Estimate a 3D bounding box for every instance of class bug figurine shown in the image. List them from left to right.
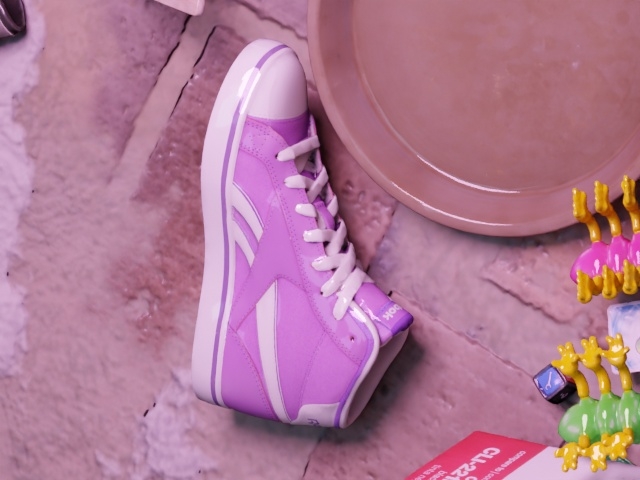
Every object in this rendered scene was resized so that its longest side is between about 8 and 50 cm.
[{"bbox_3d":[0.254,0.053,1.276,0.216,0.072,0.279,-8,59,25],"label":"bug figurine"}]

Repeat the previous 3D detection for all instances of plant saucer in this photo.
[{"bbox_3d":[0.121,-0.140,1.373,0.278,0.041,0.278,8,109,25],"label":"plant saucer"}]

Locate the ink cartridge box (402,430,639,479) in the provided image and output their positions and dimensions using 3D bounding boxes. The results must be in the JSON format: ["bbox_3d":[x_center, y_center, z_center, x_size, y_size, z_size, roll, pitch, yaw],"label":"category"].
[{"bbox_3d":[0.189,0.253,1.275,0.273,0.114,0.197,9,113,37],"label":"ink cartridge box"}]

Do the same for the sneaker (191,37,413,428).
[{"bbox_3d":[0.000,0.000,1.440,0.161,0.102,0.282,13,112,26],"label":"sneaker"}]

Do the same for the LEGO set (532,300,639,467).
[{"bbox_3d":[0.264,0.124,1.337,0.244,0.060,0.182,-11,72,28],"label":"LEGO set"}]

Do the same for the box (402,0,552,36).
[{"bbox_3d":[0.116,-0.249,1.414,0.145,0.038,0.186,-11,83,29],"label":"box"}]

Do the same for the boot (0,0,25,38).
[{"bbox_3d":[-0.307,-0.142,1.631,0.161,0.083,0.246,-29,77,20],"label":"boot"}]

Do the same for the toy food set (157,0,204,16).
[{"bbox_3d":[-0.077,-0.275,1.513,0.128,0.071,0.218,16,96,53],"label":"toy food set"}]
